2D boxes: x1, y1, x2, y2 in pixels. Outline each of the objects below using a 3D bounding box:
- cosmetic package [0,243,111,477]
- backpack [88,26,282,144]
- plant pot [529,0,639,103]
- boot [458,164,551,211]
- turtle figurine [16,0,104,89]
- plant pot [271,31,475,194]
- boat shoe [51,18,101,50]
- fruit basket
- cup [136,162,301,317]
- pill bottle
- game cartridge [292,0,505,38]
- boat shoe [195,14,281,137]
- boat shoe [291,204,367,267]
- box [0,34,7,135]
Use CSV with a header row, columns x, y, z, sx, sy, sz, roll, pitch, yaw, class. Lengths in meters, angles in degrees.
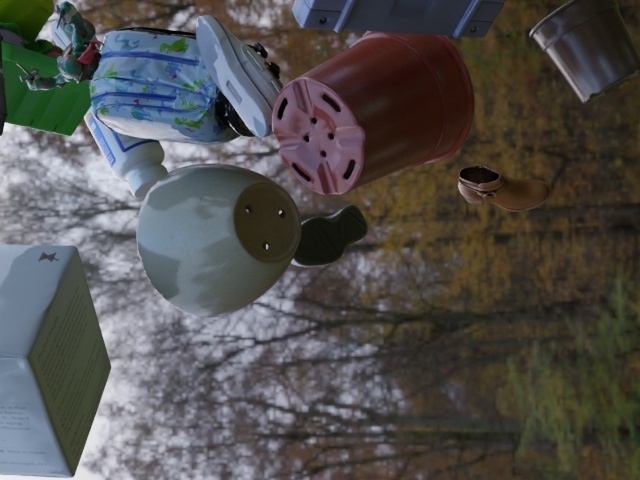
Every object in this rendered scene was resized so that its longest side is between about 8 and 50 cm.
x,y,z,sx,sy,sz,roll,pitch,yaw,class
-0.675,0.254,1.992,0.329,0.327,0.394,-81,-10,-50,cosmetic package
-0.293,-0.313,1.899,0.273,0.355,0.290,-65,-10,-1,backpack
0.495,-0.349,1.696,0.165,0.167,0.167,61,-163,5,plant pot
0.394,-0.117,2.005,0.152,0.197,0.073,49,-140,-67,boot
-0.457,-0.333,1.683,0.175,0.118,0.234,-53,15,12,turtle figurine
0.076,-0.215,1.590,0.265,0.272,0.272,-31,-60,-40,plant pot
-0.601,-0.482,2.468,0.094,0.302,0.109,-27,-17,-31,boat shoe
-0.647,-0.441,2.011,0.392,0.283,0.392,-49,-28,-39,fruit basket
-0.175,-0.019,1.912,0.331,0.237,0.331,10,-106,-37,cup
-0.517,-0.257,2.536,0.272,0.152,0.152,60,-166,12,pill bottle
0.154,-0.406,1.379,0.230,0.355,0.068,-57,48,46,game cartridge
-0.136,-0.301,1.679,0.084,0.095,0.258,-25,-101,-30,boat shoe
-0.001,-0.003,2.257,0.320,0.103,0.118,-32,-84,-55,boat shoe
-0.638,-0.282,1.594,0.056,0.183,0.231,-62,35,39,box
